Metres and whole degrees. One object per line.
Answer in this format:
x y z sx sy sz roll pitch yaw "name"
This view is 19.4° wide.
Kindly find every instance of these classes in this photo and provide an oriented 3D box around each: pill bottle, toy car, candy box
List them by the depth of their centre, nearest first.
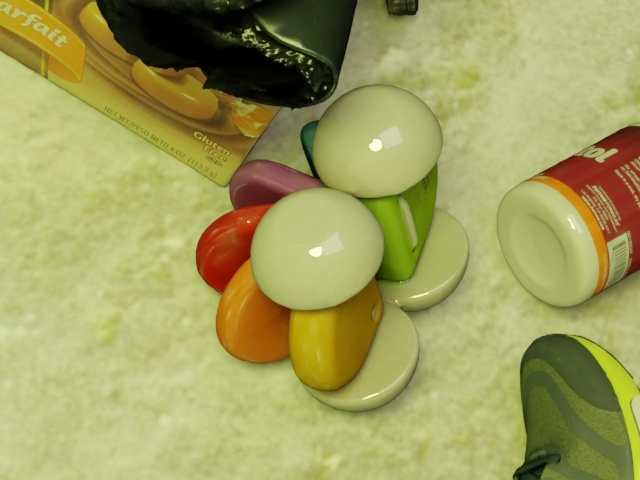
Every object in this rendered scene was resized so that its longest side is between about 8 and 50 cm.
-0.145 -0.177 1.083 0.316 0.183 0.088 32 59 -5 "candy box"
0.000 0.000 1.102 0.136 0.159 0.182 13 57 26 "toy car"
0.194 -0.024 1.205 0.152 0.086 0.086 -27 79 -30 "pill bottle"

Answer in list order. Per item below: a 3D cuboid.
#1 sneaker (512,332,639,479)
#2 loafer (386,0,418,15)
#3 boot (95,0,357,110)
0.127 0.191 1.075 0.121 0.111 0.300 8 63 -13 "sneaker"
0.027 -0.222 1.250 0.061 0.062 0.170 -13 68 -2 "loafer"
-0.069 -0.199 0.959 0.246 0.094 0.207 32 56 -13 "boot"
